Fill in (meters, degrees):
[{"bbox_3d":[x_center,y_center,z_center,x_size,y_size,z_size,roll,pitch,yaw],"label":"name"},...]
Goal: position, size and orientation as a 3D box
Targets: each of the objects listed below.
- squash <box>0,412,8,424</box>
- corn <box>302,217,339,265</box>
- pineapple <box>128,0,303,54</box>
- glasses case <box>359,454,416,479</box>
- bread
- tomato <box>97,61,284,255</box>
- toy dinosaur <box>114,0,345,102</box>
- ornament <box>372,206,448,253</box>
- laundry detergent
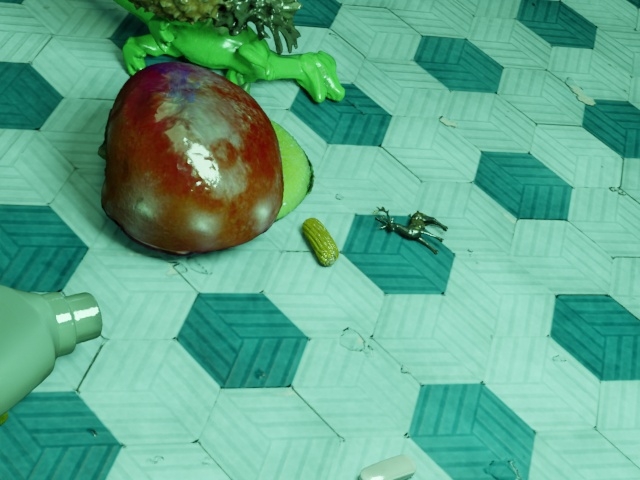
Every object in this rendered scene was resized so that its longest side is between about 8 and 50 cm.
[{"bbox_3d":[-0.427,0.227,1.424,0.083,0.027,0.027,-19,54,-35],"label":"squash"},{"bbox_3d":[0.000,0.000,1.798,0.037,0.037,0.092,-10,46,-27],"label":"corn"},{"bbox_3d":[-0.159,-0.405,1.904,0.340,0.169,0.169,23,38,-27],"label":"pineapple"},{"bbox_3d":[0.089,0.306,1.522,0.083,0.021,0.032,-15,54,-30],"label":"glasses case"},{"bbox_3d":[-0.154,-0.130,1.874,0.301,0.045,0.301,9,46,-10],"label":"bread"},{"bbox_3d":[-0.185,-0.153,1.737,0.290,0.176,0.334,7,50,-11],"label":"tomato"},{"bbox_3d":[-0.204,-0.428,2.099,0.375,0.144,0.500,-8,54,-32],"label":"toy dinosaur"},{"bbox_3d":[0.145,-0.028,1.883,0.125,0.028,0.073,22,43,2],"label":"ornament"},{"bbox_3d":[-0.455,0.150,1.412,0.398,0.124,0.264,-14,37,-32],"label":"laundry detergent"}]
